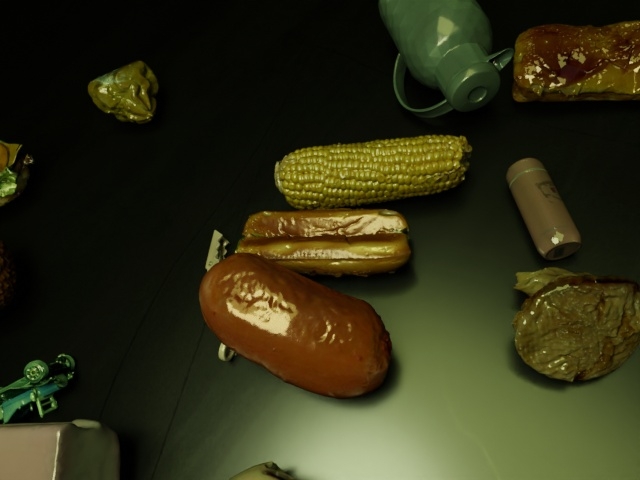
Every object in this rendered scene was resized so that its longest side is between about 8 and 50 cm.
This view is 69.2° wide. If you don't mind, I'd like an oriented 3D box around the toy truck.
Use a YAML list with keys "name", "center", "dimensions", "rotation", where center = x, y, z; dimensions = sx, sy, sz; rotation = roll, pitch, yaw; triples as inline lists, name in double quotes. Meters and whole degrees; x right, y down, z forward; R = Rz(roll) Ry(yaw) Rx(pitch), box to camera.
- name: "toy truck"
  center: [-0.439, 0.234, 0.683]
  dimensions: [0.154, 0.080, 0.078]
  rotation: [-28, 83, 0]

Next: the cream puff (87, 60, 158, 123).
- name: "cream puff"
  center: [-0.396, -0.300, 0.961]
  dimensions: [0.146, 0.116, 0.146]
  rotation: [-21, 27, 11]

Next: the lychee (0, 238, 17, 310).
- name: "lychee"
  center: [-0.610, 0.060, 0.775]
  dimensions: [0.194, 0.194, 0.194]
  rotation: [-8, 59, 13]

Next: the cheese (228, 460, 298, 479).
- name: "cheese"
  center: [-0.084, 0.384, 0.468]
  dimensions: [0.163, 0.082, 0.286]
  rotation: [23, 70, 29]

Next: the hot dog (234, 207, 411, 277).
- name: "hot dog"
  center: [0.000, 0.000, 0.672]
  dimensions: [0.268, 0.072, 0.115]
  rotation: [1, 62, 20]

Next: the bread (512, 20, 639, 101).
- name: "bread"
  center: [0.429, -0.262, 0.687]
  dimensions: [0.270, 0.077, 0.139]
  rotation: [6, 66, 18]

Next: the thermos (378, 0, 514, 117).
- name: "thermos"
  center: [0.189, -0.324, 0.769]
  dimensions: [0.182, 0.145, 0.287]
  rotation: [-37, 51, 34]

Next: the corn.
- name: "corn"
  center: [0.076, -0.100, 0.695]
  dimensions: [0.293, 0.106, 0.106]
  rotation: [-3, 60, 13]

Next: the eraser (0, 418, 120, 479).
- name: "eraser"
  center: [-0.427, 0.361, 0.548]
  dimensions: [0.359, 0.122, 0.272]
  rotation: [-10, 69, 11]

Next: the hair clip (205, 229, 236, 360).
- name: "hair clip"
  center: [-0.145, 0.077, 0.696]
  dimensions: [0.072, 0.034, 0.226]
  rotation: [-29, 55, 0]

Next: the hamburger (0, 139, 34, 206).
- name: "hamburger"
  center: [-0.674, -0.131, 0.953]
  dimensions: [0.189, 0.093, 0.164]
  rotation: [23, 72, 29]

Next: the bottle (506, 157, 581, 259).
- name: "bottle"
  center: [0.293, -0.044, 0.615]
  dimensions: [0.053, 0.053, 0.140]
  rotation: [-15, 57, 9]

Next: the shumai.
- name: "shumai"
  center: [0.293, 0.088, 0.529]
  dimensions: [0.139, 0.105, 0.123]
  rotation: [-11, 101, 22]

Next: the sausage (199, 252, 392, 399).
- name: "sausage"
  center: [-0.036, 0.105, 0.573]
  dimensions: [0.258, 0.133, 0.133]
  rotation: [26, 70, 8]
